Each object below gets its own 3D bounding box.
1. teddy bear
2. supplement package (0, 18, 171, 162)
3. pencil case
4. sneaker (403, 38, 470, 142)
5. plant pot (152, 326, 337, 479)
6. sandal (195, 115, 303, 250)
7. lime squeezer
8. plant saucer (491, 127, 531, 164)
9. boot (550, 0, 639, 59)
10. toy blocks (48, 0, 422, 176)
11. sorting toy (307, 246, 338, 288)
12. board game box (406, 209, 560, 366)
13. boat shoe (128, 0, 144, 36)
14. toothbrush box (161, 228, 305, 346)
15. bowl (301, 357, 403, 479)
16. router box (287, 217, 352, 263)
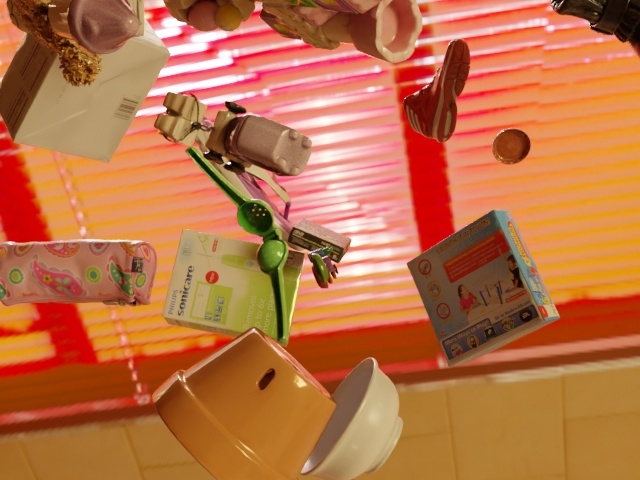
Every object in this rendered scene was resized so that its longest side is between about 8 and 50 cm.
[{"bbox_3d":[-0.389,-0.331,1.153,0.113,0.245,0.338,-38,-137,-4],"label":"teddy bear"},{"bbox_3d":[-0.443,-0.305,1.512,0.204,0.262,0.145,10,-146,-47],"label":"supplement package"},{"bbox_3d":[-0.428,0.059,1.425,0.284,0.124,0.124,0,-149,7],"label":"pencil case"},{"bbox_3d":[0.239,-0.333,1.766,0.128,0.221,0.087,23,-163,37],"label":"sneaker"},{"bbox_3d":[-0.112,0.285,1.389,0.203,0.291,0.291,-48,-144,-4],"label":"plant pot"},{"bbox_3d":[-0.155,-0.151,1.870,0.102,0.416,0.169,-41,179,10],"label":"sandal"},{"bbox_3d":[-0.090,-0.003,1.186,0.059,0.310,0.110,-28,170,12],"label":"lime squeezer"},{"bbox_3d":[0.412,-0.204,1.764,0.083,0.083,0.013,-9,-153,4],"label":"plant saucer"},{"bbox_3d":[0.548,-0.387,1.434,0.260,0.131,0.348,24,-147,-15],"label":"boot"},{"bbox_3d":[-0.017,-0.209,0.661,0.260,0.309,0.288,21,179,40],"label":"toy blocks"},{"bbox_3d":[0.010,0.040,1.316,0.042,0.061,0.102,-23,166,-8],"label":"sorting toy"},{"bbox_3d":[0.405,0.124,2.080,0.086,0.302,0.308,-1,154,-47],"label":"board game box"},{"bbox_3d":[-0.305,-0.430,1.278,0.076,0.226,0.083,-6,-147,-30],"label":"boat shoe"},{"bbox_3d":[-0.192,0.110,1.845,0.283,0.122,0.206,12,-105,0],"label":"toothbrush box"},{"bbox_3d":[0.086,0.416,1.785,0.134,0.298,0.298,34,-144,-4],"label":"bowl"},{"bbox_3d":[0.000,0.000,1.743,0.122,0.038,0.092,23,-164,7],"label":"router box"}]
